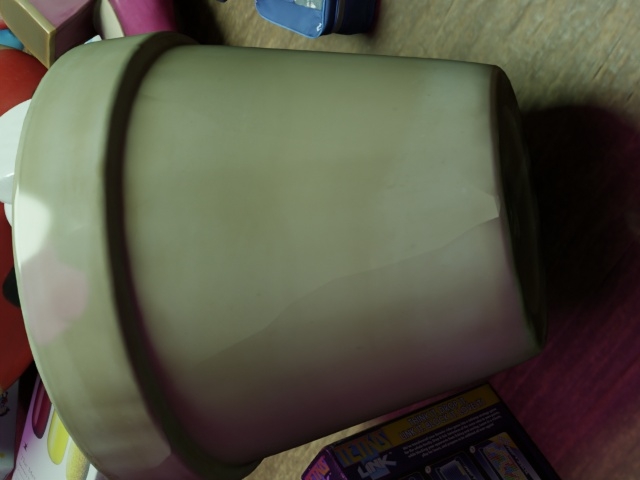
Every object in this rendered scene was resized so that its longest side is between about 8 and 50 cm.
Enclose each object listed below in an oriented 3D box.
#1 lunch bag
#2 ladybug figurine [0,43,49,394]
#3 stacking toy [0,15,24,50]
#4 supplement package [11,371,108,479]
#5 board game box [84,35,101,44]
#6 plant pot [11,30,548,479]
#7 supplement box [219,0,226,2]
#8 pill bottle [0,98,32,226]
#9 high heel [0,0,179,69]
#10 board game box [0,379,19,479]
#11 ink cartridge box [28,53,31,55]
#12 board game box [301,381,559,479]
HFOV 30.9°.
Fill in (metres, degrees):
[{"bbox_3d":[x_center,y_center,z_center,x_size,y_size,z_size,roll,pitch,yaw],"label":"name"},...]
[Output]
[{"bbox_3d":[-0.010,-0.203,0.922,0.098,0.065,0.067,29,121,41],"label":"lunch bag"},{"bbox_3d":[-0.348,-0.003,1.168,0.161,0.305,0.449,8,67,27],"label":"ladybug figurine"},{"bbox_3d":[-0.294,-0.334,1.172,0.301,0.165,0.175,-27,63,37],"label":"stacking toy"},{"bbox_3d":[-0.222,0.205,1.229,0.139,0.133,0.244,46,131,32],"label":"supplement package"},{"bbox_3d":[-0.216,-0.225,1.191,0.090,0.020,0.090,51,134,29],"label":"board game box"},{"bbox_3d":[0.000,0.000,0.785,0.280,0.323,0.323,-8,95,16],"label":"plant pot"},{"bbox_3d":[-0.184,-0.349,0.824,0.195,0.356,0.194,40,104,36],"label":"supplement box"},{"bbox_3d":[-0.218,-0.025,1.091,0.121,0.121,0.221,23,157,44],"label":"pill bottle"},{"bbox_3d":[-0.105,-0.146,1.053,0.377,0.181,0.127,47,153,1],"label":"high heel"},{"bbox_3d":[-0.436,0.184,1.410,0.224,0.097,0.303,-54,35,44],"label":"board game box"},{"bbox_3d":[-0.417,-0.134,1.399,0.208,0.086,0.153,-4,98,49],"label":"ink cartridge box"},{"bbox_3d":[0.093,0.190,0.832,0.141,0.170,0.048,55,137,25],"label":"board game box"}]
